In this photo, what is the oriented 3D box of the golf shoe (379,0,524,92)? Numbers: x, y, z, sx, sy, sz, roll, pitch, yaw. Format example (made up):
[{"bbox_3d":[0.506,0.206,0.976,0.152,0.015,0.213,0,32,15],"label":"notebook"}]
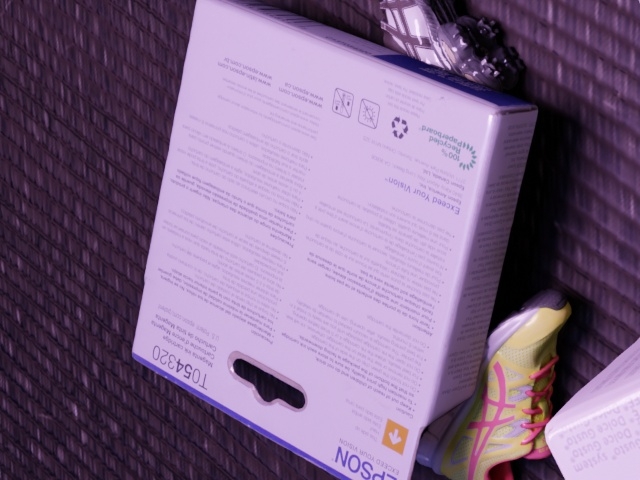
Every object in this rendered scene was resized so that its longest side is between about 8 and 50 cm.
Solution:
[{"bbox_3d":[0.071,-0.178,1.501,0.094,0.077,0.198,-43,70,39],"label":"golf shoe"}]

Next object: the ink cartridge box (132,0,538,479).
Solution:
[{"bbox_3d":[0.000,0.000,1.518,0.324,0.071,0.330,26,113,37],"label":"ink cartridge box"}]

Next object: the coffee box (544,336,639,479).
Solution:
[{"bbox_3d":[0.365,0.134,0.902,0.338,0.338,0.334,-28,88,26],"label":"coffee box"}]

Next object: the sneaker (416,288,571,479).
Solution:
[{"bbox_3d":[0.158,0.126,1.506,0.094,0.081,0.208,40,130,18],"label":"sneaker"}]
